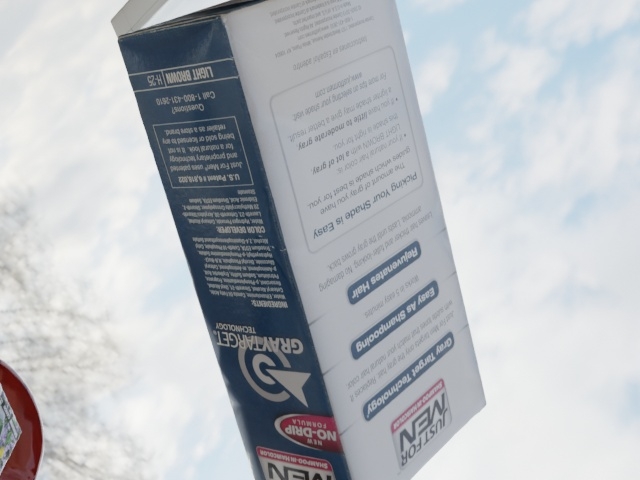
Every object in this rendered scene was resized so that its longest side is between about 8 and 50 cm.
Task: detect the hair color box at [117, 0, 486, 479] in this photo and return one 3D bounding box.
[{"bbox_3d":[0.000,0.000,0.703,0.105,0.347,0.174,0,-158,41],"label":"hair color box"}]

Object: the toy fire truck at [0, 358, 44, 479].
[{"bbox_3d":[-0.196,0.175,0.567,0.159,0.246,0.217,-19,-131,32],"label":"toy fire truck"}]

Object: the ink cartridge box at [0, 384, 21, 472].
[{"bbox_3d":[-0.185,0.113,0.480,0.029,0.062,0.115,-2,-143,11],"label":"ink cartridge box"}]

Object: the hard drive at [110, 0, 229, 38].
[{"bbox_3d":[-0.037,-0.300,0.999,0.233,0.047,0.353,-23,179,-37],"label":"hard drive"}]
